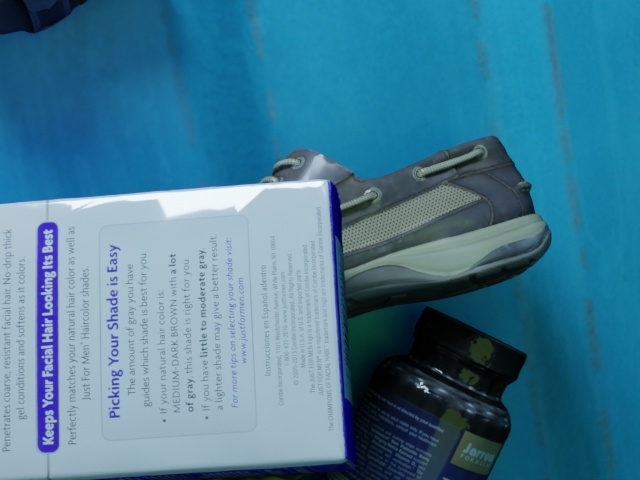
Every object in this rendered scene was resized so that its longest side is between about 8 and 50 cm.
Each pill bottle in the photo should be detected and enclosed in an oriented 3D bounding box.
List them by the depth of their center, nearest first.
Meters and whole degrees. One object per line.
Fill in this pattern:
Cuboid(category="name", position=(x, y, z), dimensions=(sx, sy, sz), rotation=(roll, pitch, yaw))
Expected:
Cuboid(category="pill bottle", position=(0.081, 0.172, 0.997), dimensions=(0.123, 0.123, 0.219), rotation=(25, 91, -22))

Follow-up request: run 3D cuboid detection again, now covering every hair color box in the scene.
Cuboid(category="hair color box", position=(-0.151, 0.071, 0.809), dimensions=(0.339, 0.110, 0.185), rotation=(-4, 77, 3))

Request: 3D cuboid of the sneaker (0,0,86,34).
Cuboid(category="sneaker", position=(-0.209, -0.244, 0.810), dimensions=(0.163, 0.086, 0.226), rotation=(-29, 131, -11))

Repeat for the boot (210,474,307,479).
Cuboid(category="boot", position=(-0.156, 0.147, 0.919), dimensions=(0.305, 0.115, 0.112), rotation=(11, 65, -3))

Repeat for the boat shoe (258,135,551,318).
Cuboid(category="boat shoe", position=(0.000, 0.000, 0.952), dimensions=(0.356, 0.132, 0.130), rotation=(-12, 78, -13))
